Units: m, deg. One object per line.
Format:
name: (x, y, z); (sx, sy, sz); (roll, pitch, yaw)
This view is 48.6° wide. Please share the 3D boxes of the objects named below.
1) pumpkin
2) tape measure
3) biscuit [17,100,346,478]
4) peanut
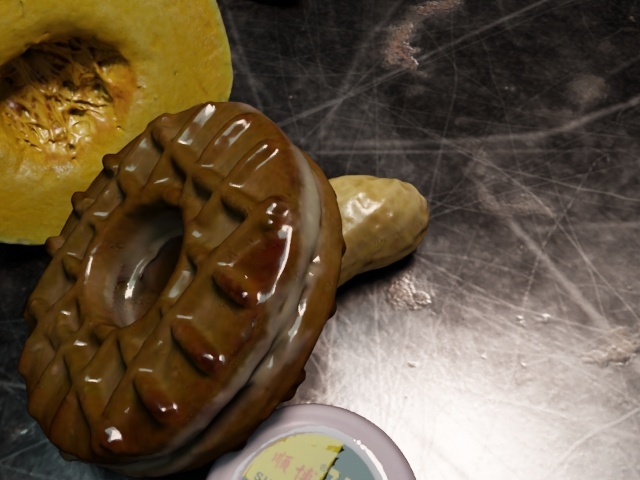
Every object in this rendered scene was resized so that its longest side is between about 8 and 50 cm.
pumpkin: (-0.276, -0.183, 0.716); (0.332, 0.332, 0.199); (-28, 49, -15)
tape measure: (-0.001, 0.226, 0.564); (0.196, 0.105, 0.178); (31, 71, 21)
biscuit: (-0.127, 0.033, 0.606); (0.332, 0.103, 0.331); (-20, 55, 31)
peanut: (0.000, 0.000, 0.704); (0.230, 0.098, 0.103); (-22, 41, -12)
